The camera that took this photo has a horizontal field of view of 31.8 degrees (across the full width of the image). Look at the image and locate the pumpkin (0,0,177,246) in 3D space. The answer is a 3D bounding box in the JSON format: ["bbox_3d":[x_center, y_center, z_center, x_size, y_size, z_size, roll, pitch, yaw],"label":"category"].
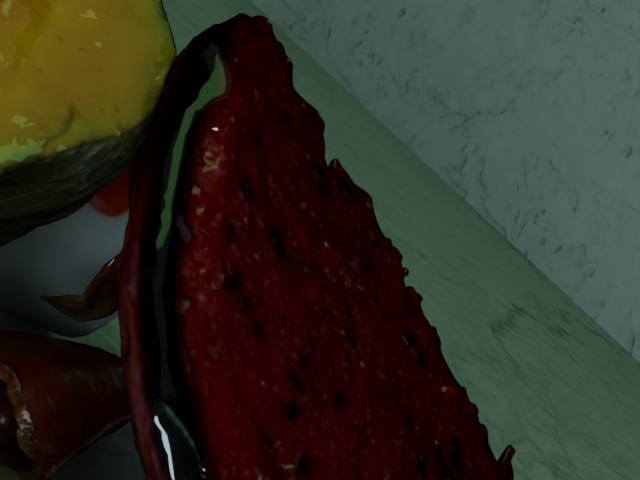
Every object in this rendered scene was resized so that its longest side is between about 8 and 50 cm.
[{"bbox_3d":[-0.173,-0.037,0.360,0.221,0.139,0.317,54,32,0],"label":"pumpkin"}]

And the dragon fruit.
[{"bbox_3d":[-0.024,0.081,0.545,0.343,0.100,0.282,63,26,-18],"label":"dragon fruit"}]

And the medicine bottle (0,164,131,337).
[{"bbox_3d":[-0.233,-0.078,0.538,0.341,0.130,0.130,32,15,-31],"label":"medicine bottle"}]

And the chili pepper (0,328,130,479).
[{"bbox_3d":[-0.121,0.073,0.512,0.088,0.065,0.169,44,10,13],"label":"chili pepper"}]

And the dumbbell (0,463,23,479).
[{"bbox_3d":[-0.047,0.136,0.366,0.231,0.092,0.082,21,51,-23],"label":"dumbbell"}]
